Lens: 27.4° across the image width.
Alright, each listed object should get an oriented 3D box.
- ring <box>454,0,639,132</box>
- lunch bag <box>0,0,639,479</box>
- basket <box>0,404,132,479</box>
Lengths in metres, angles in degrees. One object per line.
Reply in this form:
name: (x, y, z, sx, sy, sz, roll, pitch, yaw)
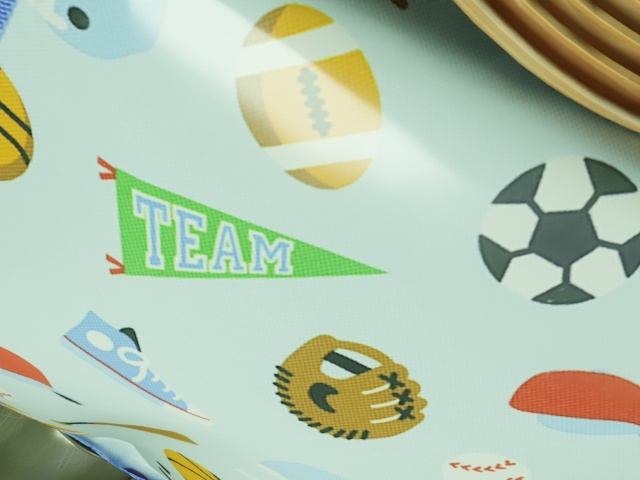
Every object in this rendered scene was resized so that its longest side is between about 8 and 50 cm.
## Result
ring: (0.137, -0.188, 0.346, 0.336, 0.337, 0.032, 13, -175, -24)
lunch bag: (0.000, 0.000, 0.541, 0.327, 0.239, 0.385, 29, 137, -9)
basket: (-0.233, 0.169, 0.993, 0.227, 0.154, 0.204, -41, 158, 29)
